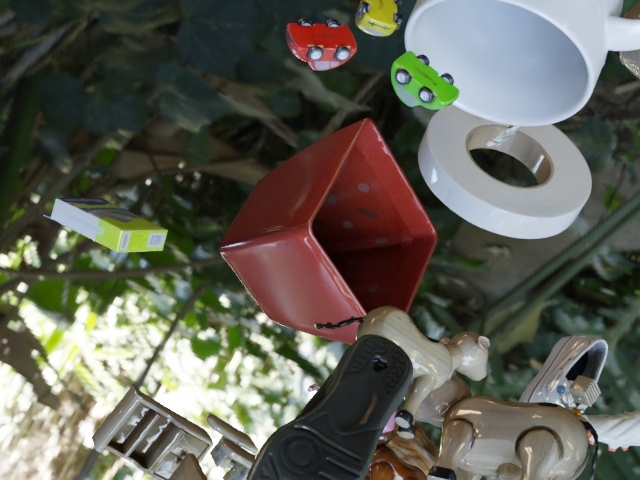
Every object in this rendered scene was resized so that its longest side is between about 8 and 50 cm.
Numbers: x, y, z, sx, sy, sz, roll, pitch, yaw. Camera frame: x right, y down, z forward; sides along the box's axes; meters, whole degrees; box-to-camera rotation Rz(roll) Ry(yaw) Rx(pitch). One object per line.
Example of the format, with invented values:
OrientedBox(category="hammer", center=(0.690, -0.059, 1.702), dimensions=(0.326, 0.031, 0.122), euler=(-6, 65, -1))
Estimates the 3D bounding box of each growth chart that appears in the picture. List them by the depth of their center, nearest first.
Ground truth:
OrientedBox(category="growth chart", center=(0.433, -0.265, 1.952), dimensions=(0.021, 0.237, 0.172), euler=(50, -168, 6))

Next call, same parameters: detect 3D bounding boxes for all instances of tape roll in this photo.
OrientedBox(category="tape roll", center=(0.406, -0.166, 2.140), dimensions=(0.392, 0.392, 0.072), euler=(24, 134, 5))

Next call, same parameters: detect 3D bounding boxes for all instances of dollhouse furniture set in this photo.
OrientedBox(category="dollhouse furniture set", center=(-0.225, 0.343, 1.437), dimensions=(0.161, 0.212, 0.242), euler=(38, -179, -29))

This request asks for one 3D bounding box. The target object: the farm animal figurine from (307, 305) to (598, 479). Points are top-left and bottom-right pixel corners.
OrientedBox(category="farm animal figurine", center=(0.161, 0.205, 1.112), dimensions=(0.326, 0.172, 0.330), euler=(17, 145, 16))

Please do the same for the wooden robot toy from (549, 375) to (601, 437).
OrientedBox(category="wooden robot toy", center=(0.324, 0.245, 1.255), dimensions=(0.079, 0.173, 0.076), euler=(8, 119, 50))

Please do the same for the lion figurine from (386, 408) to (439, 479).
OrientedBox(category="lion figurine", center=(0.146, 0.398, 1.873), dimensions=(0.240, 0.142, 0.392), euler=(40, -179, 14))

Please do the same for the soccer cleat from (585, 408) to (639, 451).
OrientedBox(category="soccer cleat", center=(0.468, 0.270, 1.415), dimensions=(0.196, 0.076, 0.068), euler=(10, -170, -1))

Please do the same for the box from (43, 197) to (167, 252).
OrientedBox(category="box", center=(-0.349, -0.029, 1.571), dimensions=(0.178, 0.042, 0.109), euler=(23, -167, 30))

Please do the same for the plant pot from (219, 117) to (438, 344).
OrientedBox(category="plant pot", center=(0.000, 0.000, 1.570), dimensions=(0.235, 0.267, 0.267), euler=(-8, 128, 36))

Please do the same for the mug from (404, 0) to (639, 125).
OrientedBox(category="mug", center=(0.348, -0.370, 1.384), dimensions=(0.374, 0.328, 0.276), euler=(12, 154, 28))

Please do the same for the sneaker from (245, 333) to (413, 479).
OrientedBox(category="sneaker", center=(0.000, 0.194, 0.862), dimensions=(0.087, 0.227, 0.130), euler=(30, 132, 9))

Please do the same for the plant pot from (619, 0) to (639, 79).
OrientedBox(category="plant pot", center=(0.729, -0.446, 2.140), dimensions=(0.109, 0.237, 0.237), euler=(7, 155, 29))

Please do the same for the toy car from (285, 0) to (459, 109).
OrientedBox(category="toy car", center=(0.088, -0.247, 1.326), dimensions=(0.225, 0.239, 0.053), euler=(41, 139, 10))

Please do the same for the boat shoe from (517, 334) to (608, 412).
OrientedBox(category="boat shoe", center=(0.422, 0.271, 1.673), dimensions=(0.096, 0.267, 0.088), euler=(52, 146, -16))
